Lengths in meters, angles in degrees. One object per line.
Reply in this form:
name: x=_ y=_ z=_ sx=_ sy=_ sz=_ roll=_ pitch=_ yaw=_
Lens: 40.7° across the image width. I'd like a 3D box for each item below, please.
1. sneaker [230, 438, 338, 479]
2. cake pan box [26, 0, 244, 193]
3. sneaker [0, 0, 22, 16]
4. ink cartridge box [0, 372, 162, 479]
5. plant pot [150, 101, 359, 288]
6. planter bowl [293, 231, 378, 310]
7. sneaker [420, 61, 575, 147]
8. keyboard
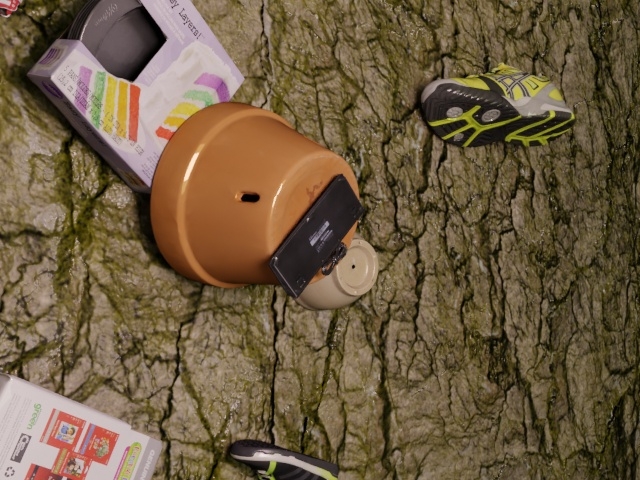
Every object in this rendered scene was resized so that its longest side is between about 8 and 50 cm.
sneaker: x=-0.057 y=0.401 z=1.446 sx=0.235 sy=0.084 sz=0.097 roll=27 pitch=75 yaw=-36
cake pan box: x=-0.255 y=-0.239 z=1.242 sx=0.245 sy=0.070 sz=0.267 roll=-58 pitch=138 yaw=-22
sneaker: x=-0.406 y=-0.341 z=1.177 sx=0.118 sy=0.042 sz=0.067 roll=-16 pitch=97 yaw=-30
ink cartridge box: x=-0.382 y=0.352 z=1.099 sx=0.272 sy=0.130 sz=0.309 roll=38 pitch=65 yaw=-43
plant pot: x=-0.080 y=-0.051 z=1.301 sx=0.291 sy=0.203 sz=0.290 roll=-21 pitch=119 yaw=-44
planter bowl: x=0.030 y=0.045 z=1.498 sx=0.162 sy=0.109 sz=0.162 roll=0 pitch=91 yaw=-39
sneaker: x=0.347 y=-0.283 z=1.763 sx=0.385 sy=0.145 sz=0.147 roll=3 pitch=58 yaw=-37
keyboard: x=0.000 y=0.000 z=1.236 sx=0.180 sy=0.023 sz=0.108 roll=-51 pitch=130 yaw=-23
